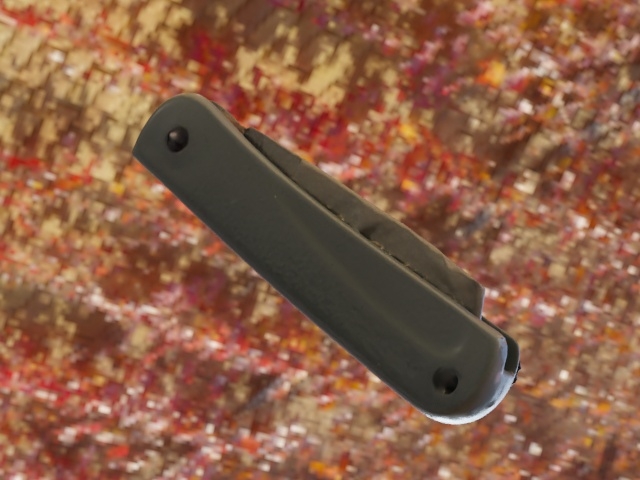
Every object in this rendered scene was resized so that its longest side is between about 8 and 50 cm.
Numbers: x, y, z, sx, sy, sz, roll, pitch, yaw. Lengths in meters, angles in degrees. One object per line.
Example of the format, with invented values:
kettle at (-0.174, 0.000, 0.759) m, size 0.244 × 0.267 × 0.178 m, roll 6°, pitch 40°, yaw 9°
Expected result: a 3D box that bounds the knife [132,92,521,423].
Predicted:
knife at (0.000, 0.000, 0.473) m, size 0.162 × 0.023 × 0.044 m, roll 40°, pitch -76°, yaw 29°
